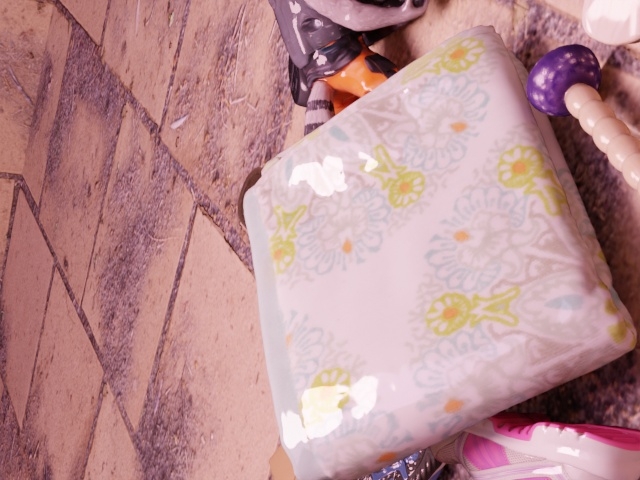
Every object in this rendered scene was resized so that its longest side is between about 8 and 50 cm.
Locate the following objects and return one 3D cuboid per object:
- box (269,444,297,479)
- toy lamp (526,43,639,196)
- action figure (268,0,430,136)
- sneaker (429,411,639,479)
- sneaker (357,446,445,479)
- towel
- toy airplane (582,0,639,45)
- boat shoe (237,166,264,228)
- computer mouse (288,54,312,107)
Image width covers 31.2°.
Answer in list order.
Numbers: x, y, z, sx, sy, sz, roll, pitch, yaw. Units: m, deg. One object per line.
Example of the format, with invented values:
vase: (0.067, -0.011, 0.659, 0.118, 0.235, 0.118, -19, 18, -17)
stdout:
box: (-0.001, 0.295, 1.414, 0.201, 0.021, 0.164, -56, 39, 42)
toy lamp: (0.253, -0.059, 0.919, 0.080, 0.080, 0.275, -67, 32, 31)
action figure: (0.032, -0.223, 1.258, 0.341, 0.178, 0.330, 145, 109, -70)
sneaker: (0.176, 0.208, 0.996, 0.252, 0.103, 0.111, -4, 81, 63)
sneaker: (0.072, 0.288, 1.220, 0.211, 0.081, 0.080, -54, 35, 17)
towel: (0.084, 0.008, 1.061, 0.320, 0.090, 0.374, -32, 49, 23)
toy airplane: (0.259, -0.369, 0.747, 0.384, 0.272, 0.386, -30, 62, 60)
boat shoe: (0.000, 0.000, 1.381, 0.111, 0.104, 0.307, -62, 32, 21)
computer mouse: (-0.026, -0.268, 1.555, 0.071, 0.041, 0.242, 100, 163, -48)
